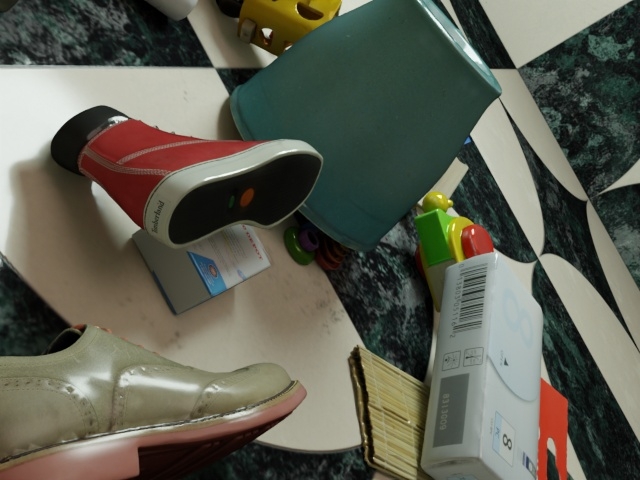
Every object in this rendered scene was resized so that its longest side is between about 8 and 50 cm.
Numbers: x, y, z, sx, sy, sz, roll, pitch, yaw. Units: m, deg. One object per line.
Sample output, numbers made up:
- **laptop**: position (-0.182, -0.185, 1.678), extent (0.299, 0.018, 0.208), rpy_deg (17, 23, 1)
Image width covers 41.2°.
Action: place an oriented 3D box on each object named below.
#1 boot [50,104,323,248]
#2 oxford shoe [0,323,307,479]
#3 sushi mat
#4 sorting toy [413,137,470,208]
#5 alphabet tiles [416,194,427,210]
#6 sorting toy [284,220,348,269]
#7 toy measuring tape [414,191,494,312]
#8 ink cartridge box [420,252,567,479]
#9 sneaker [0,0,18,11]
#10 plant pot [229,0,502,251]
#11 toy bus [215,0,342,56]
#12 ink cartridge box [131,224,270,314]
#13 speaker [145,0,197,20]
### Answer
- **boot**: position (-0.121, -0.081, 0.801), extent (0.176, 0.088, 0.244), rpy_deg (32, 26, 25)
- **oxford shoe**: position (-0.130, 0.111, 0.623), extent (0.348, 0.123, 0.130), rpy_deg (3, 56, -61)
- **sushi mat**: position (0.143, 0.253, 1.080), extent (0.316, 0.019, 0.151), rpy_deg (35, 37, -41)
- **sorting toy**: position (0.167, -0.162, 1.502), extent (0.196, 0.047, 0.348), rpy_deg (52, 36, -8)
- **alphabet tiles**: position (0.091, -0.178, 1.376), extent (0.237, 0.009, 0.198), rpy_deg (34, 42, -27)
- **sorting toy**: position (0.000, 0.000, 1.053), extent (0.102, 0.042, 0.061), rpy_deg (19, 47, -53)
- **toy measuring tape**: position (0.226, 0.082, 1.311), extent (0.121, 0.121, 0.330), rpy_deg (-3, 75, -62)
- **ink cartridge box**: position (0.286, 0.251, 1.169), extent (0.385, 0.091, 0.308), rpy_deg (44, 42, -32)
- **sneaker**: position (-0.313, -0.300, 0.750), extent (0.130, 0.087, 0.228), rpy_deg (27, 39, -46)
- **plant pot**: position (0.073, -0.169, 1.059), extent (0.271, 0.255, 0.272), rpy_deg (43, 20, -20)
- **toy bus**: position (-0.073, -0.313, 1.161), extent (0.191, 0.202, 0.104), rpy_deg (48, 58, -38)
- **ink cartridge box**: position (-0.112, 0.010, 0.830), extent (0.089, 0.052, 0.122), rpy_deg (61, 27, 1)
- **speaker**: position (-0.205, -0.311, 0.987), extent (0.136, 0.055, 0.055), rpy_deg (29, 40, -47)
